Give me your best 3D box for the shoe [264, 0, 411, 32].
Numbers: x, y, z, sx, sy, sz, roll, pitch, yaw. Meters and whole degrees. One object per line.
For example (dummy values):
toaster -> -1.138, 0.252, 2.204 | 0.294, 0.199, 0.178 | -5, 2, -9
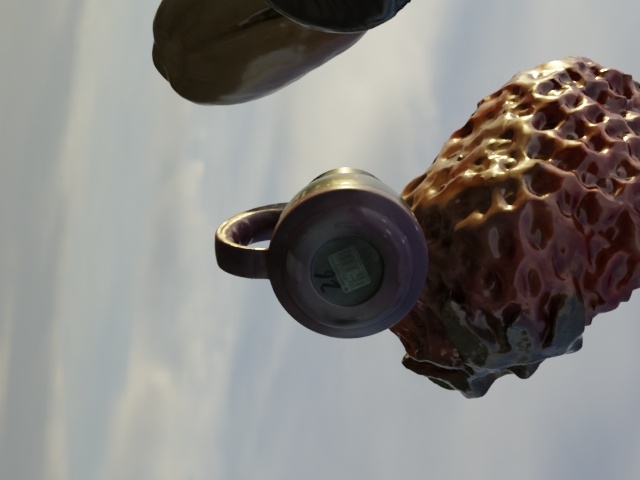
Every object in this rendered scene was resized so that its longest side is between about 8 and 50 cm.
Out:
shoe -> -0.021, -0.221, 1.317 | 0.112, 0.227, 0.099 | -48, 146, -36

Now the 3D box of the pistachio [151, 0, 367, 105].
pistachio -> -0.048, -0.196, 1.705 | 0.136, 0.226, 0.136 | -20, 90, -75

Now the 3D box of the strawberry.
strawberry -> 0.157, -0.038, 1.584 | 0.265, 0.149, 0.336 | -26, -148, 44

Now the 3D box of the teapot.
teapot -> 0.007, 0.007, 1.443 | 0.116, 0.148, 0.146 | 58, 10, -16
